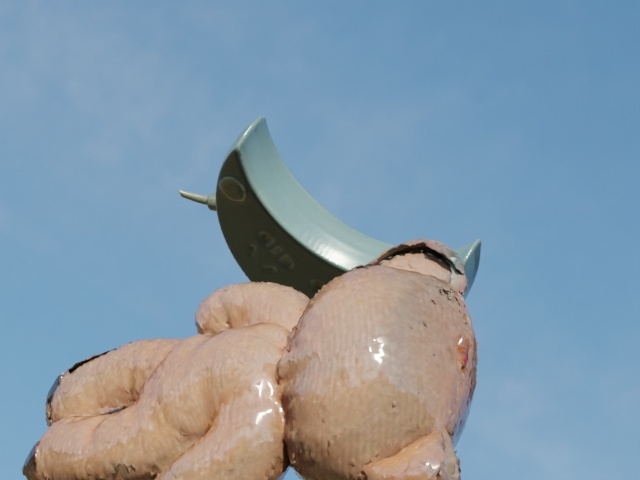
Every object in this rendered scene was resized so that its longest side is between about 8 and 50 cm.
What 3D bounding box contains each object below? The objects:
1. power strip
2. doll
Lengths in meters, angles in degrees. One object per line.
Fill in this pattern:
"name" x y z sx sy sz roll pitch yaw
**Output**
"power strip" 0.000 0.000 1.333 0.216 0.044 0.137 28 -42 11
"doll" -0.034 0.117 1.238 0.303 0.201 0.156 -14 -46 26
